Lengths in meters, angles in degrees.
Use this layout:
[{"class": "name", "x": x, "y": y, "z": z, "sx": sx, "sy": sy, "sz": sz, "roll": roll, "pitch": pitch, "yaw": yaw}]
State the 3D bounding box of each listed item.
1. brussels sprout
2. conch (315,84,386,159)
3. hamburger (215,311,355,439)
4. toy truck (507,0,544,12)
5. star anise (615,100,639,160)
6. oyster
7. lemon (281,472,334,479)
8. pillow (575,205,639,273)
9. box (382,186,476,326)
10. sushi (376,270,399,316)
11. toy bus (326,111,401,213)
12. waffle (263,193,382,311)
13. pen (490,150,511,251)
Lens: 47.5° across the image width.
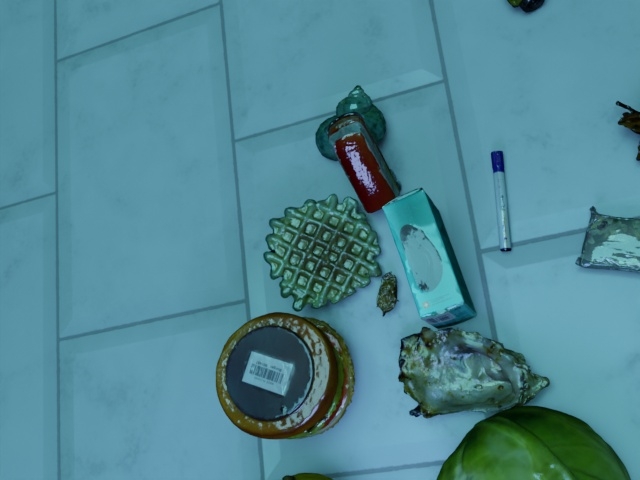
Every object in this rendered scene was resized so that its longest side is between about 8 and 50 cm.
[{"class": "brussels sprout", "x": 0.446, "y": 0.535, "z": 1.525, "sx": 0.425, "sy": 0.342, "sz": 0.361, "roll": -13, "pitch": 78, "yaw": 7}, {"class": "conch", "x": 0.084, "y": -0.321, "z": 2.012, "sx": 0.196, "sy": 0.134, "sz": 0.202, "roll": 16, "pitch": 87, "yaw": 9}, {"class": "hamburger", "x": -0.079, "y": 0.346, "z": 1.841, "sx": 0.329, "sy": 0.250, "sz": 0.330, "roll": -5, "pitch": 73, "yaw": 17}, {"class": "toy truck", "x": 0.579, "y": -0.724, "z": 1.908, "sx": 0.224, "sy": 0.165, "sz": 0.147, "roll": -28, "pitch": 68, "yaw": 13}, {"class": "star anise", "x": 0.825, "y": -0.273, "z": 1.706, "sx": 0.190, "sy": 0.125, "sz": 0.220, "roll": -32, "pitch": 73, "yaw": 54}, {"class": "oyster", "x": 0.362, "y": 0.308, "z": 1.758, "sx": 0.360, "sy": 0.096, "sz": 0.222, "roll": -10, "pitch": 74, "yaw": 20}, {"class": "lemon", "x": -0.028, "y": 0.703, "z": 1.708, "sx": 0.296, "sy": 0.297, "sz": 0.297, "roll": -6, "pitch": 74, "yaw": 20}, {"class": "pillow", "x": 0.745, "y": 0.010, "z": 1.707, "sx": 0.254, "sy": 0.059, "sz": 0.169, "roll": 9, "pitch": 79, "yaw": 25}, {"class": "box", "x": 0.272, "y": 0.051, "z": 1.805, "sx": 0.118, "sy": 0.205, "sz": 0.312, "roll": -21, "pitch": 70, "yaw": 13}, {"class": "sushi", "x": 0.174, "y": 0.141, "z": 1.899, "sx": 0.061, "sy": 0.060, "sz": 0.118, "roll": -8, "pitch": 74, "yaw": 15}, {"class": "toy bus", "x": 0.112, "y": -0.201, "z": 1.910, "sx": 0.121, "sy": 0.265, "sz": 0.120, "roll": -24, "pitch": 24, "yaw": 14}, {"class": "waffle", "x": 0.004, "y": 0.028, "z": 1.954, "sx": 0.309, "sy": 0.056, "sz": 0.292, "roll": -22, "pitch": 79, "yaw": 1}, {"class": "pen", "x": 0.463, "y": -0.102, "z": 1.863, "sx": 0.033, "sy": 0.033, "sz": 0.269, "roll": -6, "pitch": 74, "yaw": 20}]
